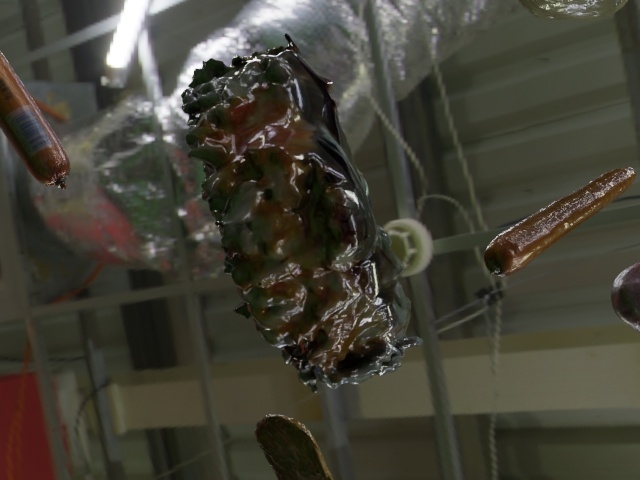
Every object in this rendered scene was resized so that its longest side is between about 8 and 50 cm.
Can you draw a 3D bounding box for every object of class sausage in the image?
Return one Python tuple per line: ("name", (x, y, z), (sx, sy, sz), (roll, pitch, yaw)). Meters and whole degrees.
("sausage", (-0.407, -0.201, 1.347), (0.053, 0.053, 0.348), (-45, -105, 35))

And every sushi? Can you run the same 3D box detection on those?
("sushi", (-0.037, -0.019, 1.182), (0.417, 0.176, 0.417), (159, -90, -84))

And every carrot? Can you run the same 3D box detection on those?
("carrot", (0.262, -0.026, 1.164), (0.043, 0.248, 0.043), (34, -41, 36))

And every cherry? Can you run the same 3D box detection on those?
("cherry", (0.408, 0.067, 1.305), (0.087, 0.126, 0.106), (109, -7, -59))

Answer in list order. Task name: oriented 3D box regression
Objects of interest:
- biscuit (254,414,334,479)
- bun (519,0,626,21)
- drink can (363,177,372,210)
("biscuit", (-0.011, 0.340, 1.476), (0.118, 0.029, 0.247), (-8, -68, 46))
("bun", (0.356, -0.481, 1.479), (0.234, 0.326, 0.362), (18, -26, 13))
("drink can", (0.000, 0.000, 1.457), (0.118, 0.118, 0.205), (40, -42, 28))
